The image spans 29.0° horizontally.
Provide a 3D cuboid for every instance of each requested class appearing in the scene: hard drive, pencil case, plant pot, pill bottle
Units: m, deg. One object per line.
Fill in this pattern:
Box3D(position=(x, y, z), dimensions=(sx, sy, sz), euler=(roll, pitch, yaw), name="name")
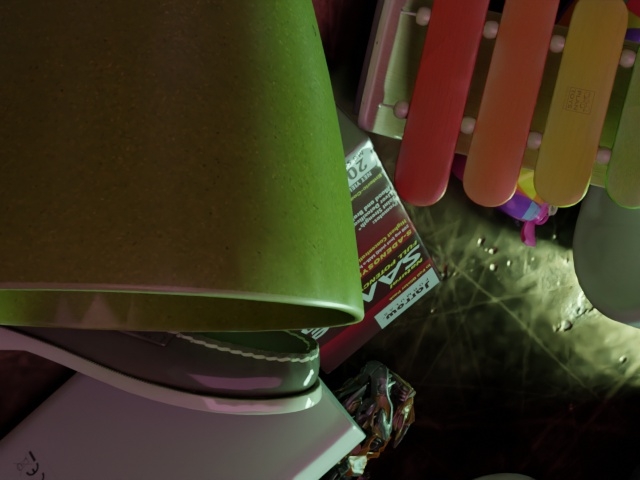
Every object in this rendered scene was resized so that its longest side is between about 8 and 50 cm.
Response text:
Box3D(position=(-0.141, 0.177, 0.943), dimensions=(0.307, 0.203, 0.040), euler=(-41, 145, 0), name="hard drive")
Box3D(position=(0.206, -0.117, 1.010), dimensions=(0.104, 0.104, 0.236), euler=(30, 101, -32), name="pencil case")
Box3D(position=(-0.109, -0.103, 0.704), dimensions=(0.275, 0.275, 0.293), euler=(5, 81, -26), name="plant pot")
Box3D(position=(0.391, 0.023, 1.120), dimensions=(0.302, 0.169, 0.169), euler=(16, 107, -29), name="pill bottle")

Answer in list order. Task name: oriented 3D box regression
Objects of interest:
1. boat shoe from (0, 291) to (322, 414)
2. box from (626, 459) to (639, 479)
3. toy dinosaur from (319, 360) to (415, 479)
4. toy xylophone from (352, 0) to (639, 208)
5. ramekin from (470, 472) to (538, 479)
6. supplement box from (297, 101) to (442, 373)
Box3D(position=(-0.140, 0.045, 0.872), dimensions=(0.305, 0.109, 0.091), euler=(15, 101, 8), name="boat shoe")
Box3D(position=(0.417, 0.412, 1.250), dimensions=(0.212, 0.293, 0.395), euler=(22, 104, -31), name="box")
Box3D(position=(-0.055, 0.226, 1.045), dimensions=(0.322, 0.164, 0.218), euler=(-61, 142, -12), name="toy dinosaur")
Box3D(position=(0.191, -0.133, 0.922), dimensions=(0.323, 0.081, 0.236), euler=(6, 93, 10), name="toy xylophone")
Box3D(position=(0.180, 0.345, 1.224), dimensions=(0.207, 0.109, 0.207), euler=(-10, 119, -20), name="ramekin")
Box3D(position=(0.000, 0.000, 0.938), dimensions=(0.130, 0.073, 0.239), euler=(-40, 150, -2), name="supplement box")
